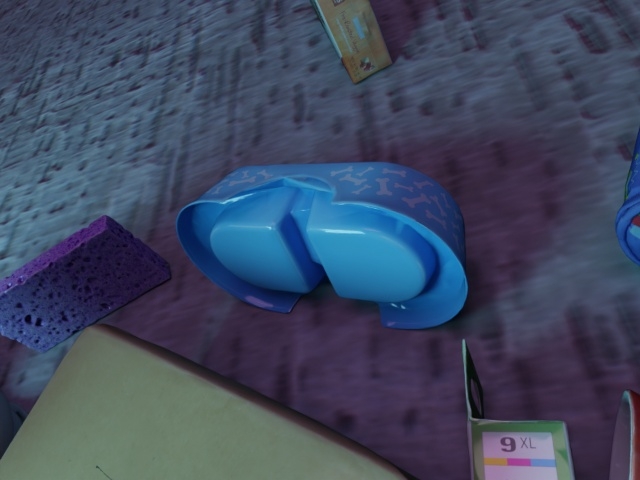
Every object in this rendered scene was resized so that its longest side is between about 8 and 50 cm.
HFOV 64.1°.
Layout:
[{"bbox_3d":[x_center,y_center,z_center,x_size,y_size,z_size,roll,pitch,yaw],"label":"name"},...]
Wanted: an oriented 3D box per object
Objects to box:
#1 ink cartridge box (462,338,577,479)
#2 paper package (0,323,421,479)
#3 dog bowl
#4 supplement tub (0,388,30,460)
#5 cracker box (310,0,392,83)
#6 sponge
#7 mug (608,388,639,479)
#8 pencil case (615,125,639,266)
[{"bbox_3d":[0.135,0.180,0.329,0.062,0.109,0.209,-9,54,21],"label":"ink cartridge box"},{"bbox_3d":[-0.102,0.258,0.359,0.324,0.168,0.310,12,66,33],"label":"paper package"},{"bbox_3d":[0.000,0.000,0.499,0.297,0.166,0.074,3,48,30],"label":"dog bowl"},{"bbox_3d":[-0.408,0.182,0.389,0.235,0.325,0.236,-18,49,22],"label":"supplement tub"},{"bbox_3d":[0.017,-0.357,0.737,0.067,0.156,0.232,-27,49,9],"label":"cracker box"},{"bbox_3d":[-0.310,0.060,0.639,0.210,0.117,0.031,-30,48,6],"label":"sponge"},{"bbox_3d":[0.265,0.143,0.289,0.169,0.113,0.150,7,63,27],"label":"mug"},{"bbox_3d":[0.344,-0.112,0.420,0.133,0.119,0.306,14,65,32],"label":"pencil case"}]
